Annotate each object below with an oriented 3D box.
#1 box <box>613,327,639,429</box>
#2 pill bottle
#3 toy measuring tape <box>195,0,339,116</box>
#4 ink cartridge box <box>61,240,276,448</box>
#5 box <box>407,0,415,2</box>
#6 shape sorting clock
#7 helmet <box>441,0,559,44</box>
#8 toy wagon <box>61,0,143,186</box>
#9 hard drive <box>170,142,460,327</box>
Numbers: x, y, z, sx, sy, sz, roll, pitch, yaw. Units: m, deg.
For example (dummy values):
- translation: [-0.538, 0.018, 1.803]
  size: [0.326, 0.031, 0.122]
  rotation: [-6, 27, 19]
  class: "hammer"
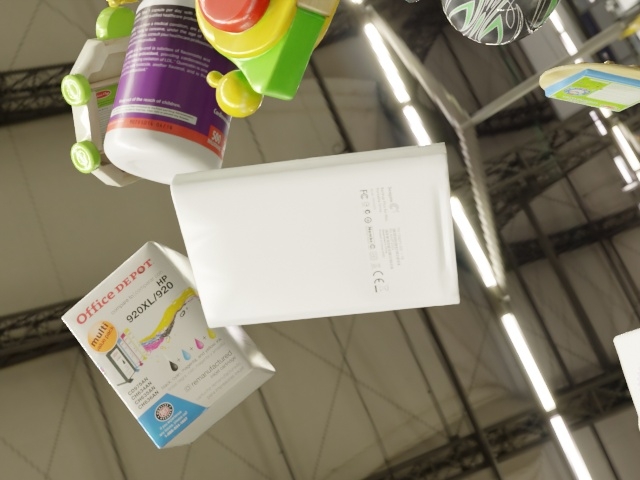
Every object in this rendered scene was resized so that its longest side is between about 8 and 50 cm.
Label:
- translation: [0.238, 0.015, 0.265]
  size: [0.067, 0.324, 0.063]
  rotation: [-4, -108, -31]
  class: "box"
- translation: [-0.218, -0.259, 1.335]
  size: [0.181, 0.182, 0.322]
  rotation: [23, -107, -45]
  class: "pill bottle"
- translation: [-0.026, -0.263, 0.719]
  size: [0.121, 0.330, 0.121]
  rotation: [22, -165, -6]
  class: "toy measuring tape"
- translation: [-0.211, 0.149, 1.212]
  size: [0.232, 0.171, 0.168]
  rotation: [49, 179, 13]
  class: "ink cartridge box"
- translation: [0.055, -0.343, 0.879]
  size: [0.244, 0.101, 0.060]
  rotation: [27, -105, -36]
  class: "box"
- translation: [0.470, -0.261, 1.413]
  size: [0.206, 0.206, 0.040]
  rotation: [17, -103, -49]
  class: "shape sorting clock"
- translation: [0.230, -0.331, 1.070]
  size: [0.169, 0.169, 0.161]
  rotation: [53, -162, -9]
  class: "helmet"
- translation: [-0.357, -0.279, 1.554]
  size: [0.267, 0.068, 0.344]
  rotation: [-33, -54, -52]
  class: "toy wagon"
- translation: [0.000, 0.000, 0.993]
  size: [0.040, 0.308, 0.203]
  rotation: [-84, -14, -58]
  class: "hard drive"
